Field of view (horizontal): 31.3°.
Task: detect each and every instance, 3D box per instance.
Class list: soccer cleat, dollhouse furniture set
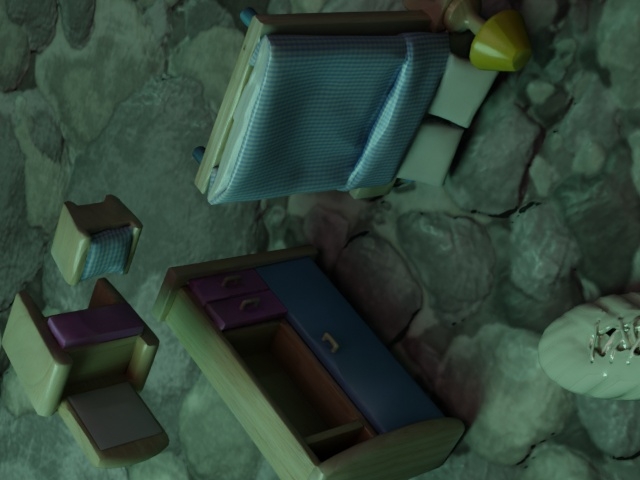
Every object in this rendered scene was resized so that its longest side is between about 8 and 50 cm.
[{"bbox_3d":[0.208,0.065,0.672,0.196,0.076,0.068,-1,87,41],"label":"soccer cleat"},{"bbox_3d":[0.000,0.000,0.716,0.198,0.286,0.303,48,129,31],"label":"dollhouse furniture set"}]
